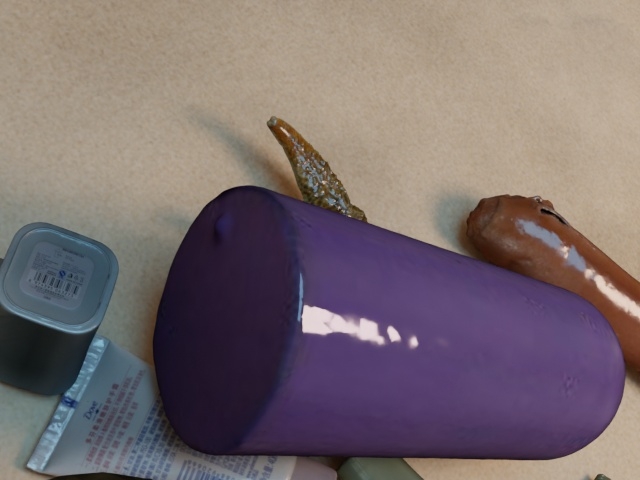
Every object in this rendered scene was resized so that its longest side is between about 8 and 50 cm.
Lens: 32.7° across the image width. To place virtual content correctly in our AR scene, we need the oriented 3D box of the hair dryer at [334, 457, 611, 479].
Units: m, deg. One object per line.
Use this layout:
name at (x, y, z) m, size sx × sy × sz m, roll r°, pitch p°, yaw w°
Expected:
hair dryer at (0.150, 0.269, 1.050) m, size 0.296 × 0.119 × 0.298 m, roll 36°, pitch 39°, yaw -7°

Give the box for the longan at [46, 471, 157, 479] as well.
longan at (-0.160, 0.350, 0.661) m, size 0.436 × 0.404 × 0.404 m, roll -27°, pitch 82°, yaw -9°

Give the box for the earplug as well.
earplug at (0.094, 0.103, 0.983) m, size 0.456 × 0.215 × 0.215 m, roll 14°, pitch 62°, yaw -35°

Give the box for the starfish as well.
starfish at (-0.002, 0.002, 1.085) m, size 0.247 × 0.050 × 0.138 m, roll 50°, pitch 48°, yaw -17°

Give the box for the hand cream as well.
hand cream at (-0.113, 0.189, 0.939) m, size 0.248 × 0.083 × 0.133 m, roll 27°, pitch 55°, yaw -4°

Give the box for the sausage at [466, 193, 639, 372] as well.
sausage at (0.341, 0.082, 1.230) m, size 0.419 × 0.094 × 0.094 m, roll 36°, pitch 17°, yaw -11°

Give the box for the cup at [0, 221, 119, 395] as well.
cup at (-0.240, 0.051, 0.890) m, size 0.128 × 0.129 × 0.095 m, roll 22°, pitch 54°, yaw -12°
